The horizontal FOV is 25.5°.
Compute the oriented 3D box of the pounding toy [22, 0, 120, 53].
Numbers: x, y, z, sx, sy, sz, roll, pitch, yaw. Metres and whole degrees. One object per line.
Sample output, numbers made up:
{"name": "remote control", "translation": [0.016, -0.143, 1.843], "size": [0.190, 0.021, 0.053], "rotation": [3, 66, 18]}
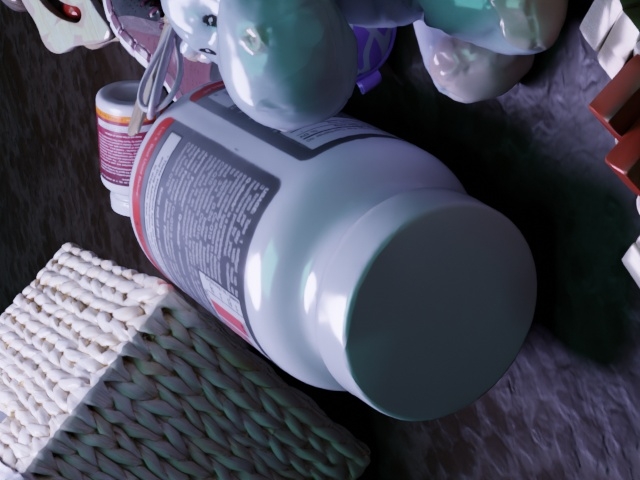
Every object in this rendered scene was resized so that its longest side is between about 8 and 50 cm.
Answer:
{"name": "pounding toy", "translation": [-0.278, -0.357, 1.696], "size": [0.154, 0.155, 0.269], "rotation": [-32, 84, 34]}

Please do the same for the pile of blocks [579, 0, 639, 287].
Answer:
{"name": "pile of blocks", "translation": [0.213, -0.107, 0.805], "size": [0.149, 0.112, 0.362], "rotation": [-5, 100, 64]}

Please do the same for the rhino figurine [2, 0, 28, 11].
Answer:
{"name": "rhino figurine", "translation": [-0.410, -0.399, 1.890], "size": [0.243, 0.106, 0.073], "rotation": [61, 150, 26]}

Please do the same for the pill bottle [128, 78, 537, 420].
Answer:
{"name": "pill bottle", "translation": [0.000, 0.000, 1.173], "size": [0.363, 0.210, 0.210], "rotation": [32, 131, 55]}

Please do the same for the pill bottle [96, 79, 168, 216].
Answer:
{"name": "pill bottle", "translation": [-0.224, -0.109, 1.700], "size": [0.086, 0.086, 0.152], "rotation": [42, 138, 48]}

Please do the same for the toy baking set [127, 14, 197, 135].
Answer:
{"name": "toy baking set", "translation": [-0.119, -0.215, 1.260], "size": [0.256, 0.030, 0.197], "rotation": [-44, 33, 42]}

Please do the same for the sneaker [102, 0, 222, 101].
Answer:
{"name": "sneaker", "translation": [-0.113, -0.216, 1.430], "size": [0.281, 0.106, 0.162], "rotation": [55, 143, 16]}

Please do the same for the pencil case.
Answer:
{"name": "pencil case", "translation": [-0.012, -0.207, 1.239], "size": [0.206, 0.086, 0.088], "rotation": [47, 169, 46]}

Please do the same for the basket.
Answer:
{"name": "basket", "translation": [-0.188, 0.204, 1.443], "size": [0.331, 0.266, 0.328], "rotation": [41, 168, -28]}

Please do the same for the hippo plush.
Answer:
{"name": "hippo plush", "translation": [0.007, -0.209, 0.981], "size": [0.294, 0.236, 0.234], "rotation": [59, 160, 28]}
